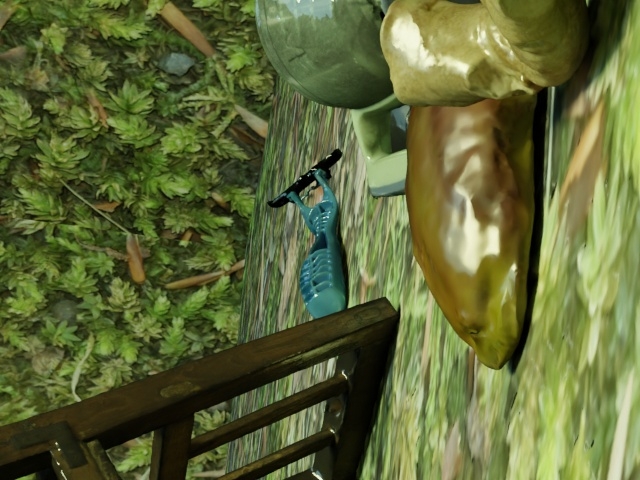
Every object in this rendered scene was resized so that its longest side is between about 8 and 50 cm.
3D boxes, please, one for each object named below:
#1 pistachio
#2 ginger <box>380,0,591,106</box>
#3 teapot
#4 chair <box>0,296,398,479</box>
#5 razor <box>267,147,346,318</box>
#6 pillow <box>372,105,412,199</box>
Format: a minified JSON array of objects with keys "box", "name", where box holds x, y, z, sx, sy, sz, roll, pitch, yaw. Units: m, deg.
[{"box":[0.060,-0.027,0.761,0.089,0.049,0.173,105,172,-61],"name":"pistachio"},{"box":[0.079,-0.132,0.597,0.288,0.075,0.089,108,-179,-59],"name":"ginger"},{"box":[0.030,-0.106,0.916,0.108,0.111,0.149,0,73,62],"name":"teapot"},{"box":[-0.095,0.226,0.998,0.240,0.416,0.203,53,148,36],"name":"chair"},{"box":[0.000,0.000,1.511,0.082,0.042,0.253,-39,20,13],"name":"razor"},{"box":[0.049,-0.107,1.035,0.090,0.048,0.150,92,180,-70],"name":"pillow"}]
